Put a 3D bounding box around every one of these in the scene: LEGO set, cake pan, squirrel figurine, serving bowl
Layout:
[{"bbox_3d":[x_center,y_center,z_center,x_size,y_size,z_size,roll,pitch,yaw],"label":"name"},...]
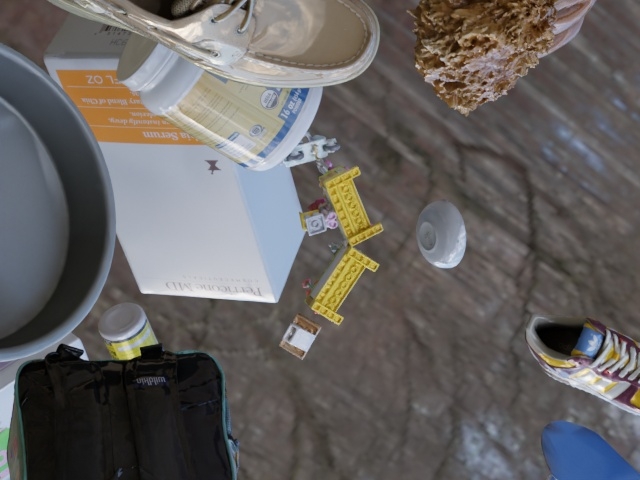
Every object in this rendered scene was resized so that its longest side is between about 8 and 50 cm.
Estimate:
[{"bbox_3d":[0.000,0.000,1.785,0.107,0.132,0.287,-137,-135,-65],"label":"LEGO set"},{"bbox_3d":[-0.308,-0.036,1.200,0.054,0.293,0.293,-20,-141,43],"label":"cake pan"},{"bbox_3d":[0.302,-0.352,1.964,0.397,0.281,0.370,-53,-162,-13],"label":"squirrel figurine"},{"bbox_3d":[0.139,-0.006,1.680,0.083,0.027,0.083,21,-66,56],"label":"serving bowl"}]

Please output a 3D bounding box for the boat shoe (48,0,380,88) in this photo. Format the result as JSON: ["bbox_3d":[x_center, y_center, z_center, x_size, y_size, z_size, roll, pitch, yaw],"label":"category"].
[{"bbox_3d":[-0.103,-0.220,1.284,0.110,0.341,0.121,-179,-78,-79],"label":"boat shoe"}]

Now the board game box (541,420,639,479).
[{"bbox_3d":[0.233,0.218,1.125,0.033,0.169,0.133,-50,168,22],"label":"board game box"}]

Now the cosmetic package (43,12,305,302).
[{"bbox_3d":[-0.188,-0.125,1.951,0.230,0.453,0.161,3,-133,19],"label":"cosmetic package"}]

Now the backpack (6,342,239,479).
[{"bbox_3d":[-0.142,0.178,1.007,0.188,0.166,0.144,-116,-148,-59],"label":"backpack"}]

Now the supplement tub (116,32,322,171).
[{"bbox_3d":[-0.114,-0.182,1.588,0.144,0.200,0.144,-42,-149,33],"label":"supplement tub"}]

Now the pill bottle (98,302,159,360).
[{"bbox_3d":[-0.248,0.144,1.871,0.065,0.116,0.065,-11,-140,9],"label":"pill bottle"}]

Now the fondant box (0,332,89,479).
[{"bbox_3d":[-0.342,0.260,1.540,0.238,0.330,0.096,-34,-133,-23],"label":"fondant box"}]

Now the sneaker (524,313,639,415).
[{"bbox_3d":[0.287,0.121,1.381,0.185,0.084,0.069,14,-110,31],"label":"sneaker"}]
